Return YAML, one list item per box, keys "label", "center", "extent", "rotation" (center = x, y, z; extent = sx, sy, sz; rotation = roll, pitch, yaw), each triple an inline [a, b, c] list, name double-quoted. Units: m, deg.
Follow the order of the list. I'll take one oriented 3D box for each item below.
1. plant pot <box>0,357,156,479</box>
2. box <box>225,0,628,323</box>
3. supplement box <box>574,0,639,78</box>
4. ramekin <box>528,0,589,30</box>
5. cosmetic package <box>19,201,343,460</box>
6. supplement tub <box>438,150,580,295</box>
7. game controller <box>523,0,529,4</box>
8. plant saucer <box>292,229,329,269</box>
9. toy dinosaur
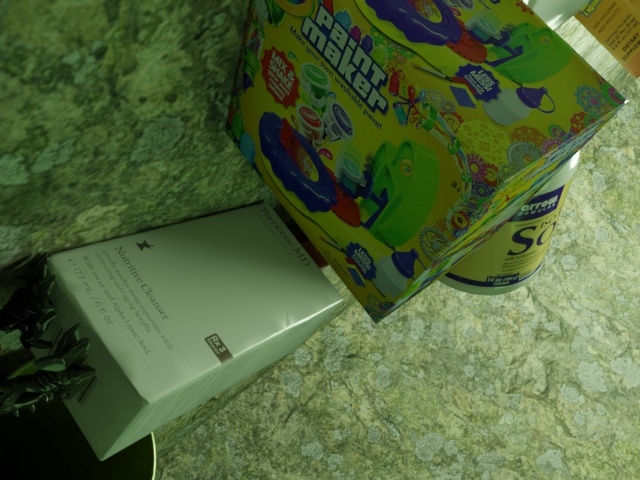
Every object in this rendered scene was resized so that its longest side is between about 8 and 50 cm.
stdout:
- label: "plant pot"
  center: [-0.444, 0.342, 0.888]
  extent: [0.293, 0.275, 0.274]
  rotation: [-27, 172, 25]
- label: "box"
  center: [0.072, -0.122, 0.612]
  extent: [0.177, 0.290, 0.279]
  rotation: [-30, 163, -29]
- label: "supplement box"
  center: [0.432, -0.357, 0.911]
  extent: [0.080, 0.233, 0.078]
  rotation: [-28, 163, -26]
- label: "ramekin"
  center: [0.280, -0.363, 0.726]
  extent: [0.272, 0.127, 0.273]
  rotation: [-36, 165, -11]
- label: "cosmetic package"
  center: [-0.171, 0.097, 0.839]
  extent: [0.385, 0.217, 0.156]
  rotation: [-24, 159, -51]
- label: "supplement tub"
  center: [0.286, -0.097, 1.016]
  extent: [0.241, 0.241, 0.332]
  rotation: [-32, 143, -27]
- label: "game controller"
  center: [0.121, -0.215, 0.702]
  extent: [0.067, 0.167, 0.319]
  rotation: [-6, 153, -20]
- label: "plant saucer"
  center: [0.000, 0.000, 1.133]
  extent: [0.259, 0.048, 0.258]
  rotation: [-28, -170, -40]
- label: "toy dinosaur"
  center: [-0.355, 0.106, 0.575]
  extent: [0.218, 0.164, 0.322]
  rotation: [-14, 159, -37]
